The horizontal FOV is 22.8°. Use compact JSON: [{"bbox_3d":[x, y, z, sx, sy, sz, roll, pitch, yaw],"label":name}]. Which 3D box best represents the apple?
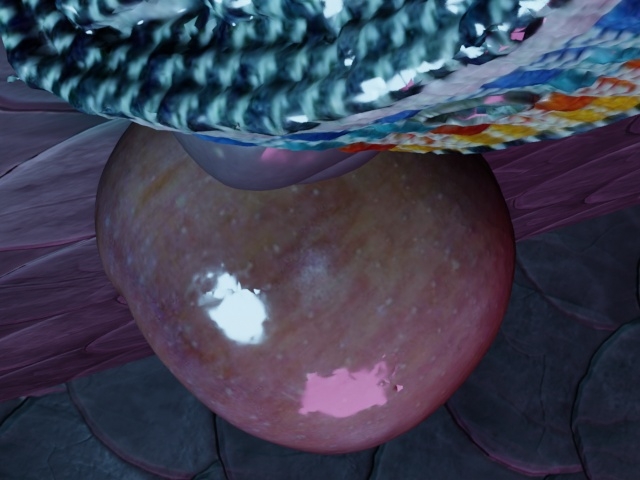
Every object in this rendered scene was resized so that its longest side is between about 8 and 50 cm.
[{"bbox_3d":[0.000,0.000,1.057,0.235,0.306,0.306,-44,169,6],"label":"apple"}]

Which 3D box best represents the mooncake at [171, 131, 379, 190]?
[{"bbox_3d":[0.024,-0.118,0.829,0.245,0.133,0.245,-25,176,-2],"label":"mooncake"}]

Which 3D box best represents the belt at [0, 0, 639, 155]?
[{"bbox_3d":[0.033,-0.127,0.465,0.160,0.207,0.295,-8,164,-47],"label":"belt"}]
